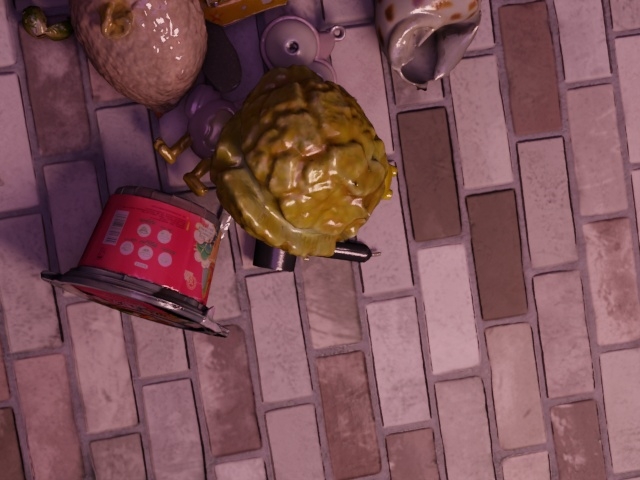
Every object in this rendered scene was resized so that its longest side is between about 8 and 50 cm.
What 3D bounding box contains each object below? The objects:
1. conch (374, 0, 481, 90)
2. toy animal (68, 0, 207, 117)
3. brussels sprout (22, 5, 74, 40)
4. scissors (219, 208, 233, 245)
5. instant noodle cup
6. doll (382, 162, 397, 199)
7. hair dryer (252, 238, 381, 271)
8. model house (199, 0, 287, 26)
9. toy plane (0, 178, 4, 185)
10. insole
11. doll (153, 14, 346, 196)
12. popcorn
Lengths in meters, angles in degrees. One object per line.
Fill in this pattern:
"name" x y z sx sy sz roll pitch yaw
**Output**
"conch" 0.181 -0.391 1.685 0.275 0.182 0.149 -44 56 -9
"toy animal" -0.274 -0.331 1.571 0.188 0.226 0.358 -33 134 -18
"brussels sprout" -0.441 -0.347 1.664 0.083 0.046 0.051 17 98 -8
"scissors" -0.154 -0.048 1.730 0.110 0.021 0.212 24 89 -4
"instant noodle cup" -0.265 0.023 1.625 0.302 0.258 0.181 21 77 -20
"doll" 0.046 -0.113 1.730 0.163 0.062 0.106 12 88 -8
"hair dryer" 0.000 0.000 1.734 0.219 0.071 0.124 11 92 -14
"model house" -0.163 -0.459 1.618 0.219 0.136 0.207 -17 81 -1
"toy plane" -0.573 -0.074 1.676 0.121 0.031 0.049 -40 103 0
"insole" -0.171 -0.314 1.664 0.063 0.010 0.192 -23 63 9
"doll" -0.102 -0.234 1.688 0.365 0.094 0.160 -41 100 -3
"popcorn" -0.025 -0.109 1.571 0.282 0.247 0.282 -11 123 -17
